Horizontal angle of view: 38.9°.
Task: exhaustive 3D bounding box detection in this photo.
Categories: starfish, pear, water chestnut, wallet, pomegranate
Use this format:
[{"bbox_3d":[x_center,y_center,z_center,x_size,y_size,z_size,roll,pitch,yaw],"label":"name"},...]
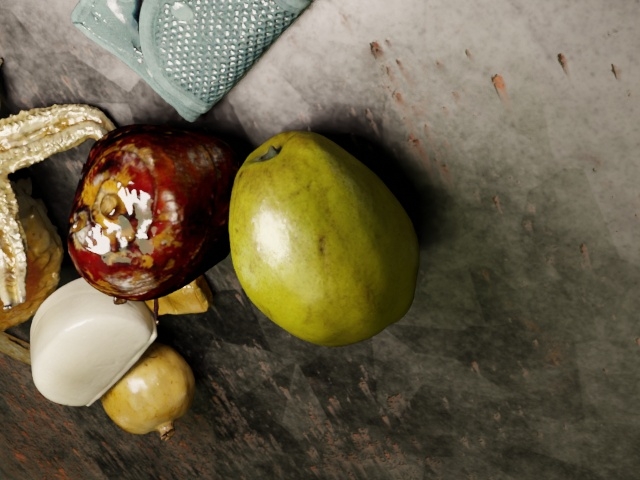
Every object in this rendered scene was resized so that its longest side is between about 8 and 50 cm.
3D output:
[{"bbox_3d":[-0.533,-0.068,1.431,0.324,0.432,0.082,33,171,5],"label":"starfish"},{"bbox_3d":[0.000,0.000,1.273,0.252,0.253,0.307,-15,112,36],"label":"pear"},{"bbox_3d":[-0.243,-0.040,1.352,0.244,0.289,0.289,21,138,-19],"label":"water chestnut"},{"bbox_3d":[-0.175,-0.318,1.208,0.237,0.075,0.342,41,134,-14],"label":"wallet"},{"bbox_3d":[-0.329,0.293,1.741,0.196,0.196,0.196,14,133,16],"label":"pomegranate"}]

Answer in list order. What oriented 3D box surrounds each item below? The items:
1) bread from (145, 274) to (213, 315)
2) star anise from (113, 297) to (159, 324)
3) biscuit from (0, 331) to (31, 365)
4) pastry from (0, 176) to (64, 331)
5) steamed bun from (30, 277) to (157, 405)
[{"bbox_3d":[-0.257,0.096,1.620,0.132,0.053,0.074,-3,126,28],"label":"bread"},{"bbox_3d":[-0.322,0.074,1.573,0.097,0.191,0.070,-28,139,-2],"label":"star anise"},{"bbox_3d":[-0.652,0.240,1.977,0.147,0.018,0.071,21,137,8],"label":"biscuit"},{"bbox_3d":[-0.596,0.048,1.597,0.136,0.329,0.330,51,150,40],"label":"pastry"},{"bbox_3d":[-0.429,0.173,1.644,0.164,0.146,0.241,32,111,-37],"label":"steamed bun"}]
